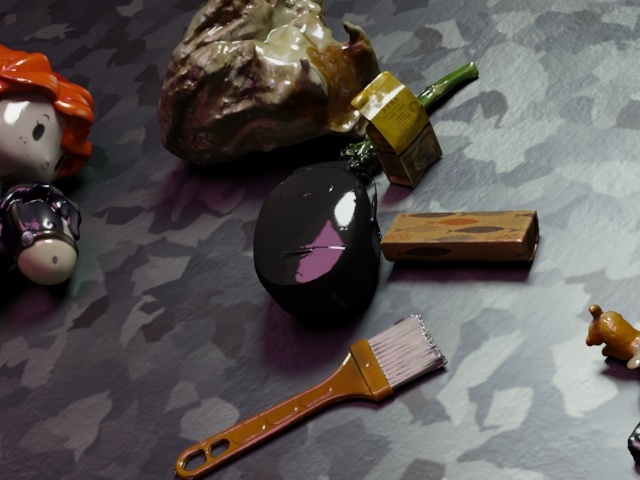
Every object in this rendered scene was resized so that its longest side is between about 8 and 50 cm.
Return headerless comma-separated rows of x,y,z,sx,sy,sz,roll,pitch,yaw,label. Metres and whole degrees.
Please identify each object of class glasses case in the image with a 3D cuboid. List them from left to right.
0.158,-0.001,1.372,0.170,0.041,0.064,-1,35,28,glasses case

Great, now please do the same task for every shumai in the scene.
-0.046,-0.190,1.610,0.262,0.267,0.314,38,100,16,shumai

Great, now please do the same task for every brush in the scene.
-0.018,0.177,1.300,0.314,0.017,0.090,-28,37,0,brush

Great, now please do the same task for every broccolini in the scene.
0.117,-0.157,1.565,0.239,0.051,0.054,-40,85,-22,broccolini

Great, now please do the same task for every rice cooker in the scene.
0.000,-0.001,1.397,0.142,0.118,0.203,-7,45,23,rice cooker

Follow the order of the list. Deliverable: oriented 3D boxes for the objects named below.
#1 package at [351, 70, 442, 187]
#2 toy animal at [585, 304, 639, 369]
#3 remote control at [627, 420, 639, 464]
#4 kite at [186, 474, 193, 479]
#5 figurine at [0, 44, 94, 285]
0.096,-0.134,1.478,0.071,0.131,0.047,-43,37,-22,package
0.302,0.095,1.171,0.060,0.081,0.083,-37,21,-15,toy animal
0.373,0.118,1.141,0.063,0.025,0.245,21,59,40,remote control
-0.127,0.369,1.038,0.169,0.015,0.310,-33,56,32,kite
-0.452,-0.069,1.655,0.306,0.241,0.411,-24,50,17,figurine
